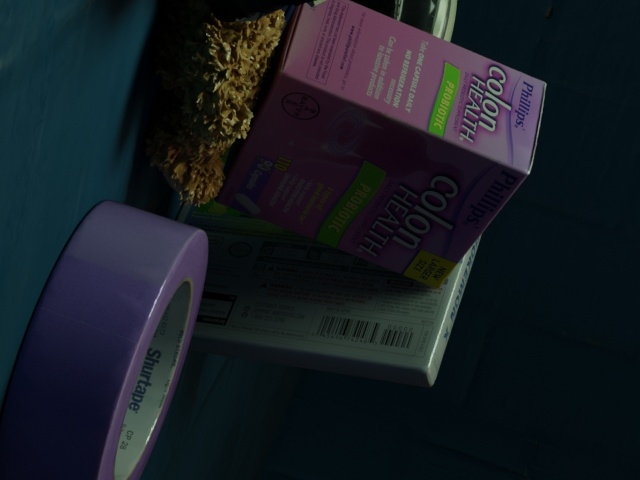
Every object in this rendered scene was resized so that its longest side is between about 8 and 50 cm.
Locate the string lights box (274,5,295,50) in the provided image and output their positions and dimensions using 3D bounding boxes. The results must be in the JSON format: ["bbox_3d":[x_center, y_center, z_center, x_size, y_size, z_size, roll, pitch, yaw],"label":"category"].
[{"bbox_3d":[0.000,-0.275,2.083,0.260,0.076,0.133,-67,172,-47],"label":"string lights box"}]

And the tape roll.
[{"bbox_3d":[-0.183,0.108,1.358,0.275,0.090,0.275,19,90,-85],"label":"tape roll"}]

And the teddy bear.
[{"bbox_3d":[-0.074,-0.182,1.390,0.245,0.113,0.338,-68,174,-62],"label":"teddy bear"}]

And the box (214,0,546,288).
[{"bbox_3d":[0.052,-0.091,1.491,0.213,0.243,0.117,123,-15,-53],"label":"box"}]

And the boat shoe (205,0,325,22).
[{"bbox_3d":[0.046,-0.276,1.239,0.340,0.158,0.127,-55,133,-42],"label":"boat shoe"}]

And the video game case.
[{"bbox_3d":[0.000,0.000,1.659,0.036,0.329,0.300,69,34,-50],"label":"video game case"}]

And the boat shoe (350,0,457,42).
[{"bbox_3d":[0.065,-0.353,1.776,0.187,0.156,0.500,10,-88,63],"label":"boat shoe"}]
